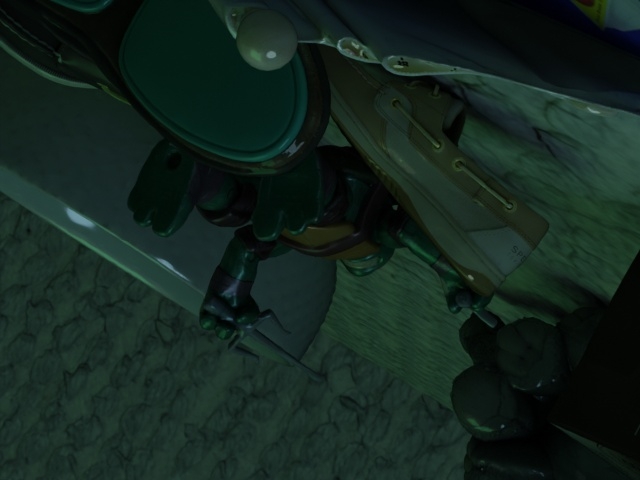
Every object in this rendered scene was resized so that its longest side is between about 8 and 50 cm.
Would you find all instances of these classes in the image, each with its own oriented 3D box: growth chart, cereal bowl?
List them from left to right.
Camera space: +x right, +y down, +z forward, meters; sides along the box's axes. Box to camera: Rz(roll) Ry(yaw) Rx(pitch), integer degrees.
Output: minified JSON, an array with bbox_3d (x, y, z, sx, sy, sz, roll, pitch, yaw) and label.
[{"bbox_3d":[-0.124,-0.049,1.305,0.339,0.141,0.339,31,172,5],"label":"cereal bowl"},{"bbox_3d":[0.064,-0.060,0.530,0.237,0.021,0.172,13,-160,-13],"label":"growth chart"}]

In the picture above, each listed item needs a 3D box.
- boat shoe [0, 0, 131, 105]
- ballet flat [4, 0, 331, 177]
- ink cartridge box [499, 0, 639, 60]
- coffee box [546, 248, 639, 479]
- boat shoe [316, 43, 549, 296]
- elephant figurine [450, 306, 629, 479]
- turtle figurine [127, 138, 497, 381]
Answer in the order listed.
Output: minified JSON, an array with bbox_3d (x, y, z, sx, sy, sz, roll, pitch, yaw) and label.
[{"bbox_3d":[-0.105,-0.119,1.022,0.227,0.081,0.069,25,170,-3],"label":"boat shoe"},{"bbox_3d":[-0.081,-0.119,0.907,0.280,0.095,0.096,39,-173,29],"label":"ballet flat"},{"bbox_3d":[-0.028,-0.167,0.419,0.307,0.072,0.303,30,174,29],"label":"ink cartridge box"},{"bbox_3d":[0.281,0.127,0.881,0.297,0.119,0.168,36,172,-34],"label":"coffee box"},{"bbox_3d":[0.053,-0.050,0.888,0.170,0.059,0.063,52,-178,15],"label":"boat shoe"},{"bbox_3d":[0.188,0.122,1.250,0.169,0.186,0.239,-14,174,11],"label":"elephant figurine"},{"bbox_3d":[0.000,0.000,1.000,0.175,0.118,0.234,-17,157,22],"label":"turtle figurine"}]
